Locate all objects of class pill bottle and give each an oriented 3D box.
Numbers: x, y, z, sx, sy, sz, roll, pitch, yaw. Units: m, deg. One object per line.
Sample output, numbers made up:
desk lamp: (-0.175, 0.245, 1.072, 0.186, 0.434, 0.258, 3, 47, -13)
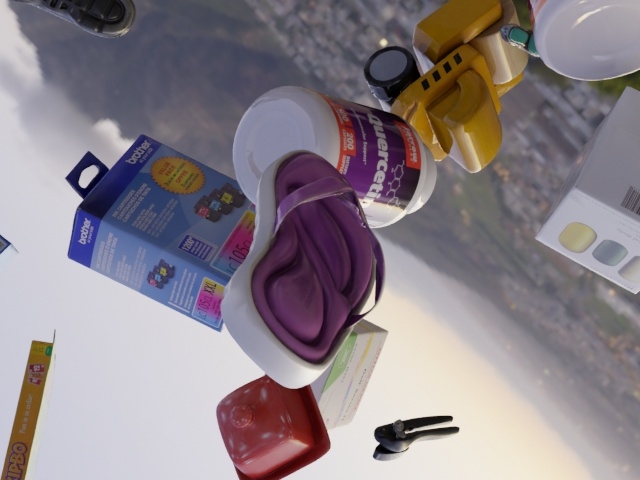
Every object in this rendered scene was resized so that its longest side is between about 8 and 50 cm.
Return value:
pill bottle: (0.428, -0.470, 1.972, 0.224, 0.224, 0.392, 46, -146, -47)
pill bottle: (0.034, -0.115, 1.824, 0.323, 0.181, 0.181, 7, -144, -51)

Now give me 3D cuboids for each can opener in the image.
can opener: (0.169, 0.340, 2.201, 0.186, 0.073, 0.059, -11, -119, -35)

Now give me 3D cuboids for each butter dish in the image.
butter dish: (-0.090, 0.264, 1.801, 0.118, 0.160, 0.160, 33, -149, -57)

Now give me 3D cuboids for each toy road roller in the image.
toy road roller: (0.261, -0.268, 2.203, 0.240, 0.329, 0.202, 46, 171, 40)

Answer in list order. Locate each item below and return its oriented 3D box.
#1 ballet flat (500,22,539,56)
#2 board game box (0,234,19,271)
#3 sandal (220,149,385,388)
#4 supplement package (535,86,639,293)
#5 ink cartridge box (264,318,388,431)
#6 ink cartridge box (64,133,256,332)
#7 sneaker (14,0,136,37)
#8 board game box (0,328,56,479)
ballet flat: (0.347, -0.346, 2.115, 0.114, 0.041, 0.041, 15, -155, -42)
board game box: (-0.604, 0.007, 1.932, 0.210, 0.160, 0.047, 39, 166, 16)
sandal: (0.011, 0.010, 1.266, 0.169, 0.102, 0.416, 45, -155, -16)
supplement package: (0.498, -0.073, 1.969, 0.199, 0.198, 0.263, 29, 164, 5)
ink cartridge box: (0.015, 0.238, 2.293, 0.119, 0.207, 0.353, 24, -174, 17)
ink cartridge box: (-0.298, -0.031, 2.364, 0.395, 0.151, 0.270, 25, -138, 4)
sneaker: (-0.400, -0.376, 1.818, 0.267, 0.101, 0.106, 31, 180, -12)
board game box: (-0.362, 0.245, 1.524, 0.039, 0.259, 0.124, 12, 146, -6)
